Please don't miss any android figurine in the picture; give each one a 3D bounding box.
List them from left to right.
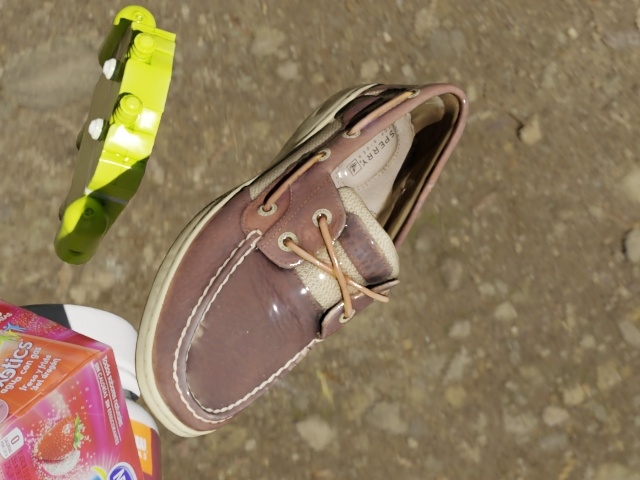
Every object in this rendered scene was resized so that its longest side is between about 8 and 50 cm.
[{"bbox_3d":[-0.198,-0.104,1.313,0.056,0.273,0.248,16,69,-15],"label":"android figurine"}]

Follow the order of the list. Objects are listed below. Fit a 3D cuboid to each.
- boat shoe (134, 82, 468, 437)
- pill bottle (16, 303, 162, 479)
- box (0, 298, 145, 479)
[{"bbox_3d":[0.000,0.000,0.998,0.342,0.123,0.123,-49,116,-33],"label":"boat shoe"},{"bbox_3d":[-0.264,0.277,1.346,0.224,0.392,0.224,-5,154,-2],"label":"pill bottle"},{"bbox_3d":[-0.220,0.189,1.060,0.122,0.128,0.257,-40,136,-38],"label":"box"}]
